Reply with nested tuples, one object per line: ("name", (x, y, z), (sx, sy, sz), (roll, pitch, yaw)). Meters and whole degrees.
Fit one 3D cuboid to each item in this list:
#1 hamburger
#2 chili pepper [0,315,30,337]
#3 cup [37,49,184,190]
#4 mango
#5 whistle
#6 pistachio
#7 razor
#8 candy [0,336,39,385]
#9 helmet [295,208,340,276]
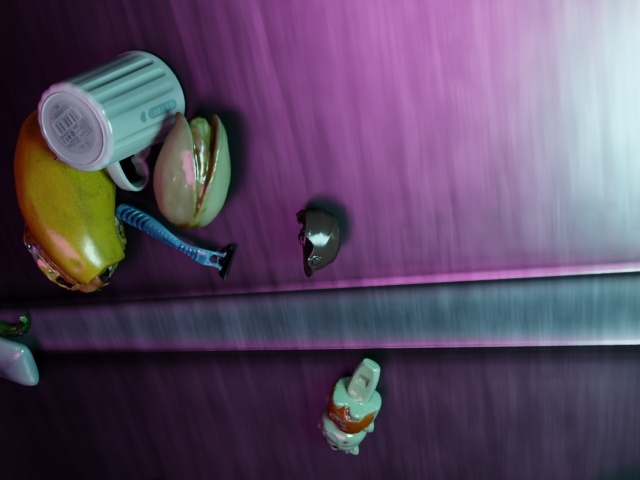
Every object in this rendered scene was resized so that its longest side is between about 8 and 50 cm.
("hamburger", (-0.500, 0.000, 1.328), (0.231, 0.107, 0.231), (9, 122, 16))
("chili pepper", (-0.741, 0.214, 1.569), (0.118, 0.035, 0.055), (-15, 125, 31))
("cup", (-0.341, -0.196, 1.108), (0.167, 0.202, 0.221), (-23, 105, 32))
("mango", (-0.450, -0.091, 1.164), (0.144, 0.187, 0.359), (-30, 63, 25))
("whistle", (0.062, 0.332, 1.275), (0.102, 0.105, 0.253), (17, 122, -6))
("pistachio", (-0.223, -0.118, 1.140), (0.144, 0.144, 0.215), (20, 123, 11))
("razor", (-0.292, -0.007, 1.278), (0.253, 0.042, 0.082), (28, 123, 8))
("candy", (-0.783, 0.289, 1.598), (0.174, 0.071, 0.138), (15, 132, 14))
("helmet", (0.000, 0.000, 1.143), (0.070, 0.098, 0.123), (-11, 118, -8))
